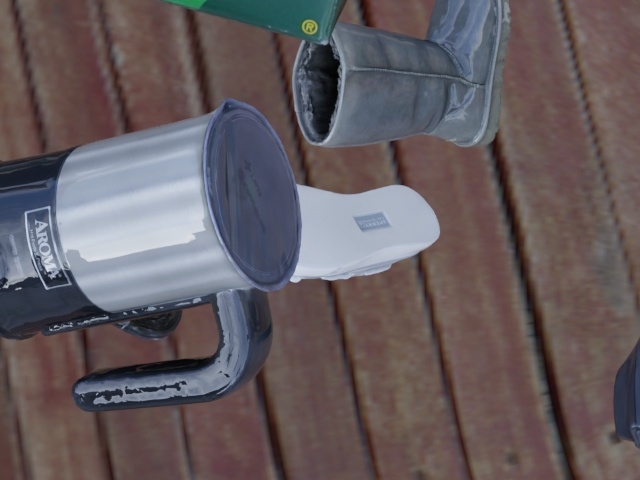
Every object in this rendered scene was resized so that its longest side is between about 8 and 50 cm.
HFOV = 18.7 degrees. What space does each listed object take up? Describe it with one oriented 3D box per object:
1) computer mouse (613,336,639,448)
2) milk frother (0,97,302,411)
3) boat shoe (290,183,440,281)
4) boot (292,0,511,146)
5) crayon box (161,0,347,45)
[{"bbox_3d":[0.143,0.070,0.767,0.071,0.242,0.041,-14,103,16],"label":"computer mouse"},{"bbox_3d":[-0.069,-0.003,0.888,0.134,0.143,0.129,-11,114,25],"label":"milk frother"},{"bbox_3d":[0.000,0.000,1.273,0.063,0.184,0.066,-42,73,36],"label":"boat shoe"},{"bbox_3d":[0.065,-0.164,1.620,0.076,0.208,0.190,-10,79,50],"label":"boot"},{"bbox_3d":[-0.129,-0.289,0.872,0.363,0.106,0.313,15,122,3],"label":"crayon box"}]
